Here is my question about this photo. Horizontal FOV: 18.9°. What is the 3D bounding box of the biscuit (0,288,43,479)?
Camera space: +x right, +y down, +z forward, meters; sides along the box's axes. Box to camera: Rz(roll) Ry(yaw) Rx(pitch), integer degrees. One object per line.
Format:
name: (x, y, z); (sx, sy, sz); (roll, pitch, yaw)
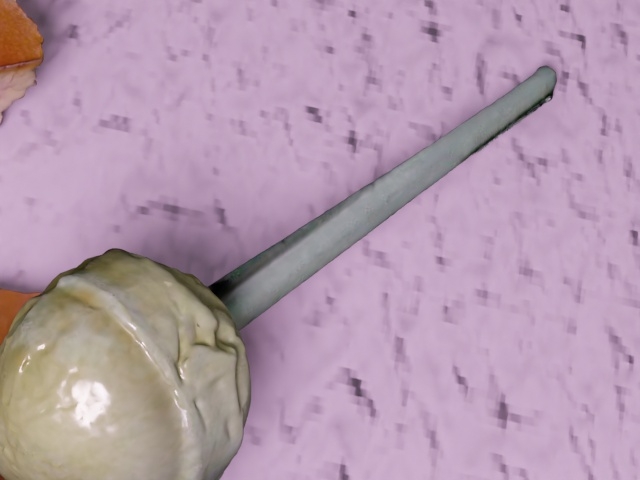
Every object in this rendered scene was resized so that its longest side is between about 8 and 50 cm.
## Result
biscuit: (-0.166, 0.076, 0.712); (0.250, 0.035, 0.162); (-11, 56, -22)

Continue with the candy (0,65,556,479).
candy: (0.000, 0.000, 0.753); (0.093, 0.092, 0.335); (52, 49, 1)

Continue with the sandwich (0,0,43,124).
sandwich: (-0.196, -0.077, 0.794); (0.162, 0.058, 0.193); (15, 54, 0)
